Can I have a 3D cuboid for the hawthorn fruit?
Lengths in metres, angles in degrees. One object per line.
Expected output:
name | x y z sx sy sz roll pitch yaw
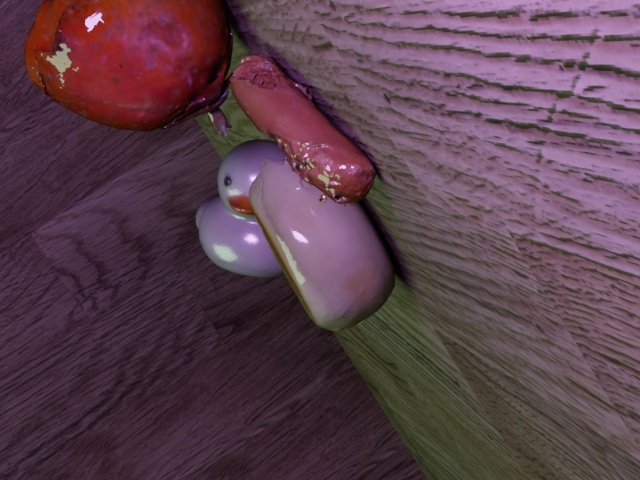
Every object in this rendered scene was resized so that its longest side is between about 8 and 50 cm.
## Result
hawthorn fruit | -0.226 -0.252 1.939 0.307 0.276 0.276 39 180 -16

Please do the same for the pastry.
pastry | 0.000 -0.001 1.964 0.265 0.133 0.265 57 175 8

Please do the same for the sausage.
sausage | -0.035 -0.143 1.744 0.087 0.079 0.326 27 -165 -39

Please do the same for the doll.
doll | -0.090 -0.063 2.292 0.221 0.221 0.251 57 -158 -5
